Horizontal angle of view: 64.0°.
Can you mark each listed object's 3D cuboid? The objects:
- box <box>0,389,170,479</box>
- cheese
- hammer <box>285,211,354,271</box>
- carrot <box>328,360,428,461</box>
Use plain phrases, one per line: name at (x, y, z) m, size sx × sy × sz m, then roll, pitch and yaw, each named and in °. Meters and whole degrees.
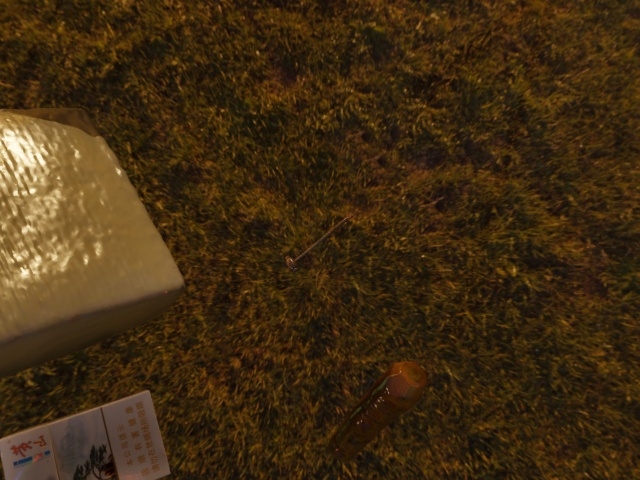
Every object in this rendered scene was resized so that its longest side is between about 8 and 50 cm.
box at (-0.386, 0.358, 0.850) m, size 0.233 × 0.067 × 0.149 m, roll -14°, pitch 80°, yaw -27°
cheese at (-0.312, -0.007, 0.540) m, size 0.243 × 0.124 × 0.265 m, roll -19°, pitch 70°, yaw -44°
hammer at (0.000, 0.000, 0.747) m, size 0.123 × 0.014 × 0.029 m, roll -39°, pitch 63°, yaw 0°
carrot at (0.089, 0.289, 0.849) m, size 0.070 × 0.070 × 0.260 m, roll 32°, pitch 126°, yaw 2°
